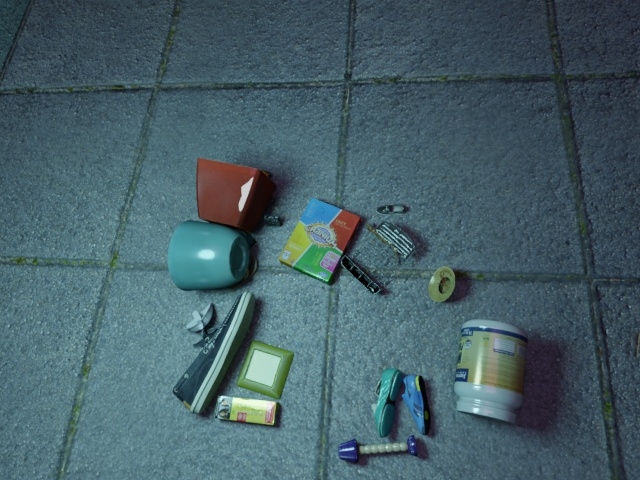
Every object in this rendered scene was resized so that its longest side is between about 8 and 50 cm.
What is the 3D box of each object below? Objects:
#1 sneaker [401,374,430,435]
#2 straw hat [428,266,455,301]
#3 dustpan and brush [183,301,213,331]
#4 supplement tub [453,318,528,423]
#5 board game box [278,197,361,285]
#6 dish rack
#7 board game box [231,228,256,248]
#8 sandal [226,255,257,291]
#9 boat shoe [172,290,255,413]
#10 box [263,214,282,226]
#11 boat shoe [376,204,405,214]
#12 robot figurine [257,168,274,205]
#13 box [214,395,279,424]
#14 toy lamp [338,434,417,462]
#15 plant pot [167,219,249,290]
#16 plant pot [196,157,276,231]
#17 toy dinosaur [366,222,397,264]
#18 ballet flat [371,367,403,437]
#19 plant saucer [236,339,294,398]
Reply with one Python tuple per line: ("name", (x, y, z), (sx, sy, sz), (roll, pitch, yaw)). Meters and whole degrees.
("sneaker", (0.348, 0.600, 1.661), (0.082, 0.069, 0.209), (-17, 70, 29))
("straw hat", (0.500, 0.180, 1.798), (0.061, 0.144, 0.144), (20, 66, -30))
("dustpan and brush", (-0.484, 0.321, 1.820), (0.147, 0.060, 0.211), (-43, 31, -10))
("supplement tub", (0.592, 0.456, 1.587), (0.228, 0.228, 0.316), (10, 70, 12))
("board game box", (0.000, 0.000, 1.941), (0.242, 0.064, 0.316), (23, 73, 16))
("dish rack", (0.242, 0.061, 1.850), (0.208, 0.074, 0.271), (43, 97, 19))
("board game box", (-0.392, -0.011, 2.022), (0.126, 0.026, 0.186), (-44, 69, -11))
("sandal", (-0.337, 0.141, 1.941), (0.072, 0.049, 0.180), (38, 78, 20))
("boat shoe", (-0.411, 0.415, 1.774), (0.156, 0.187, 0.500), (25, 79, 10))
("box", (-0.210, -0.085, 1.994), (0.067, 0.083, 0.018), (1, 69, 9))
("boat shoe", (0.303, -0.135, 1.966), (0.125, 0.038, 0.046), (7, 69, 10))
("robot figurine", (-0.347, -0.228, 2.070), (0.291, 0.085, 0.211), (-11, 68, 4))
("box", (-0.279, 0.646, 1.726), (0.232, 0.058, 0.087), (4, 68, 9))
("toy lamp", (0.201, 0.738, 1.612), (0.274, 0.080, 0.080), (-9, 67, 4))
("plant pot", (-0.429, 0.065, 1.838), (0.235, 0.293, 0.293), (2, 69, 16))
("plant pot", (-0.366, -0.173, 1.885), (0.267, 0.267, 0.236), (13, 85, 10))
("toy dinosaur", (0.287, -0.008, 1.918), (0.112, 0.064, 0.211), (-47, 69, 8))
("ballet flat", (0.236, 0.592, 1.672), (0.087, 0.083, 0.247), (-3, 61, 45))
("plant saucer", (-0.221, 0.502, 1.783), (0.188, 0.045, 0.188), (14, 71, 13))
